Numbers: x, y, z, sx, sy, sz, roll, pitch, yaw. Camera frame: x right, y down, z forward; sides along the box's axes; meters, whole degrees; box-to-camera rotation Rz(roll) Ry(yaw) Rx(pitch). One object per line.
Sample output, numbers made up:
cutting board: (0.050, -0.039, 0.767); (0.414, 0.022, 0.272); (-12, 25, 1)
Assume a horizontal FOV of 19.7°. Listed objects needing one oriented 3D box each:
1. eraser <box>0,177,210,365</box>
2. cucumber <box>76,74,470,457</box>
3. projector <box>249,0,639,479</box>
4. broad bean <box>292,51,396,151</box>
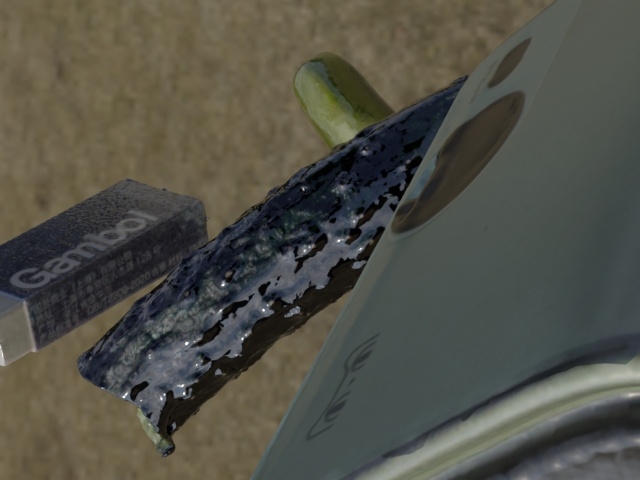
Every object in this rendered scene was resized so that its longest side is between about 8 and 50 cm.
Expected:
eraser: (-0.188, 0.021, 1.377); (0.092, 0.212, 0.046); (16, 125, 39)
cucumber: (0.000, 0.000, 0.965); (0.303, 0.081, 0.072); (-39, 15, 17)
projector: (0.143, 0.061, 0.551); (0.248, 0.248, 0.249); (-36, 18, 45)
broad bean: (0.038, -0.100, 1.761); (0.082, 0.174, 0.124); (-43, 2, 0)
